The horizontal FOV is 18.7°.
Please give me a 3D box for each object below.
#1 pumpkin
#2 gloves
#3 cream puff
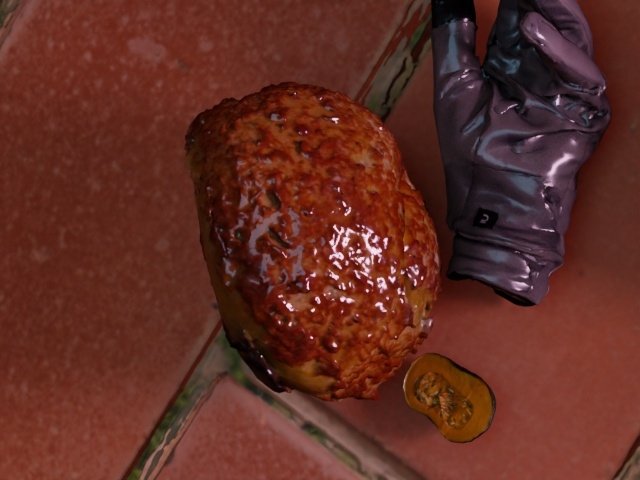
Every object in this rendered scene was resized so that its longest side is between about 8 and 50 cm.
[{"bbox_3d":[0.098,0.115,1.422,0.083,0.028,0.050,40,101,31],"label":"pumpkin"},{"bbox_3d":[0.134,-0.095,1.390,0.142,0.119,0.285,10,102,24],"label":"gloves"},{"bbox_3d":[0.000,0.000,1.377,0.164,0.240,0.240,-10,79,4],"label":"cream puff"}]
